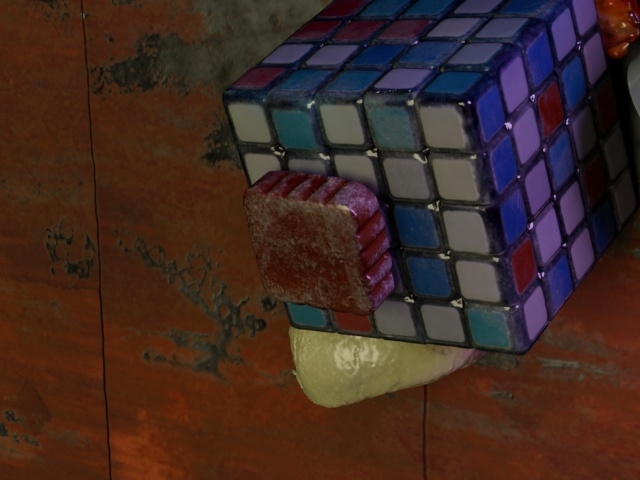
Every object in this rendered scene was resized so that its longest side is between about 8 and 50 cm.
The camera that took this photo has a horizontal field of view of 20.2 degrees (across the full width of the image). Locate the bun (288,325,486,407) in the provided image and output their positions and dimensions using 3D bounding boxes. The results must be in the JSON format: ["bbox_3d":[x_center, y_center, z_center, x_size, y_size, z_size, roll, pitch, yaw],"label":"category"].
[{"bbox_3d":[0.072,0.090,1.991,0.244,0.244,0.153,-15,87,37],"label":"bun"}]

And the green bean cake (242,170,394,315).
[{"bbox_3d":[0.000,0.000,1.713,0.135,0.056,0.136,12,128,33],"label":"green bean cake"}]

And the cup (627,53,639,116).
[{"bbox_3d":[0.457,-0.186,1.636,0.312,0.205,0.205,-45,75,34],"label":"cup"}]

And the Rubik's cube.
[{"bbox_3d":[0.119,-0.086,1.810,0.292,0.287,0.293,2,122,36],"label":"Rubik's cube"}]

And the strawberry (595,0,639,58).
[{"bbox_3d":[0.250,-0.245,1.858,0.188,0.082,0.121,18,128,21],"label":"strawberry"}]
